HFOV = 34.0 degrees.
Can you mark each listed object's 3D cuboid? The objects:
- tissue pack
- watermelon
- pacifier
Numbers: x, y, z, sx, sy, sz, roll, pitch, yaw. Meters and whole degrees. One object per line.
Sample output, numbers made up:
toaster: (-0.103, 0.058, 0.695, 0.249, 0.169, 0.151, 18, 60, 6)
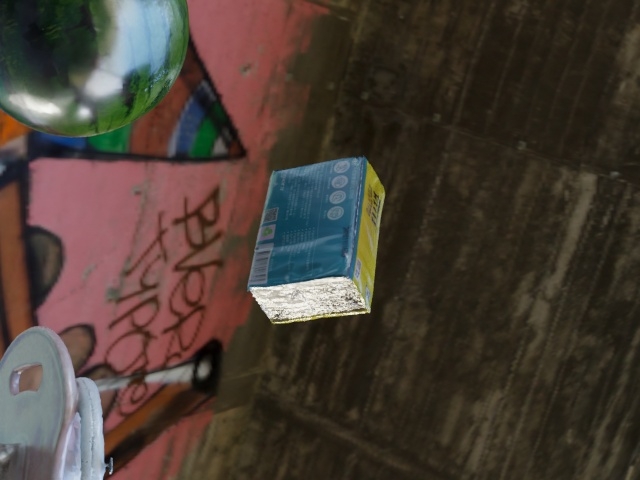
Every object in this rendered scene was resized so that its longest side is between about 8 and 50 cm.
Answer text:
tissue pack: (0.000, 0.000, 1.112, 0.120, 0.082, 0.169, -9, -132, 21)
watermelon: (-0.257, -0.232, 1.104, 0.242, 0.242, 0.242, 1, -87, 29)
pacifier: (-0.342, 0.253, 1.117, 0.273, 0.220, 0.332, 3, -105, -1)
